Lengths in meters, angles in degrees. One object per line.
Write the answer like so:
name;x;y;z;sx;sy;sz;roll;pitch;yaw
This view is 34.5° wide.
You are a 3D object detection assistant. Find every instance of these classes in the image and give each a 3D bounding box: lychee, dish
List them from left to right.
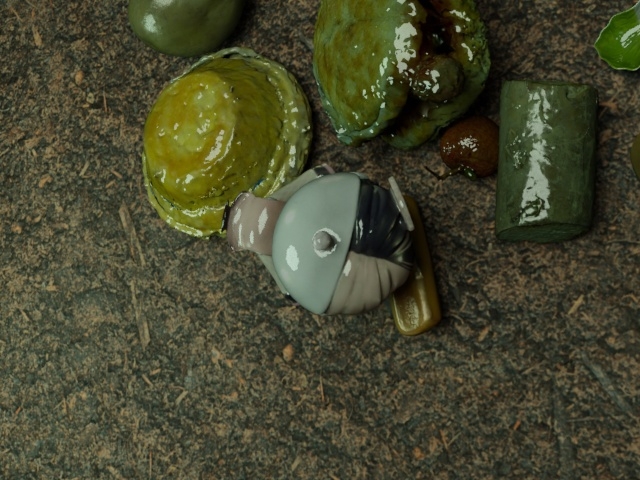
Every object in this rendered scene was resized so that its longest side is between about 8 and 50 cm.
lychee;0.241;-0.145;1.697;0.114;0.101;0.140;37;89;-13
dish;0.502;-0.328;1.622;0.091;0.039;0.137;45;104;30

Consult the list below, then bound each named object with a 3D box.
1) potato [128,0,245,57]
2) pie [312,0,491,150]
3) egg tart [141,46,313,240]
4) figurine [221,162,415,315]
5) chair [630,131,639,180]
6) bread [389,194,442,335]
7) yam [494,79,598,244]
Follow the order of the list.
potato;-0.254;-0.443;1.964;0.235;0.178;0.160;-27;61;22
pie;0.119;-0.370;1.712;0.395;0.181;0.417;-32;64;60
egg tart;-0.198;-0.185;1.915;0.388;0.169;0.387;-7;76;29
figurine;0.000;0.010;1.697;0.361;0.211;0.253;15;108;59
chair;0.586;-0.177;1.497;0.158;0.173;0.247;64;155;19
bread;0.148;0.044;1.743;0.093;0.074;0.239;-21;74;32
yam;0.353;-0.130;1.606;0.161;0.161;0.267;2;85;28
